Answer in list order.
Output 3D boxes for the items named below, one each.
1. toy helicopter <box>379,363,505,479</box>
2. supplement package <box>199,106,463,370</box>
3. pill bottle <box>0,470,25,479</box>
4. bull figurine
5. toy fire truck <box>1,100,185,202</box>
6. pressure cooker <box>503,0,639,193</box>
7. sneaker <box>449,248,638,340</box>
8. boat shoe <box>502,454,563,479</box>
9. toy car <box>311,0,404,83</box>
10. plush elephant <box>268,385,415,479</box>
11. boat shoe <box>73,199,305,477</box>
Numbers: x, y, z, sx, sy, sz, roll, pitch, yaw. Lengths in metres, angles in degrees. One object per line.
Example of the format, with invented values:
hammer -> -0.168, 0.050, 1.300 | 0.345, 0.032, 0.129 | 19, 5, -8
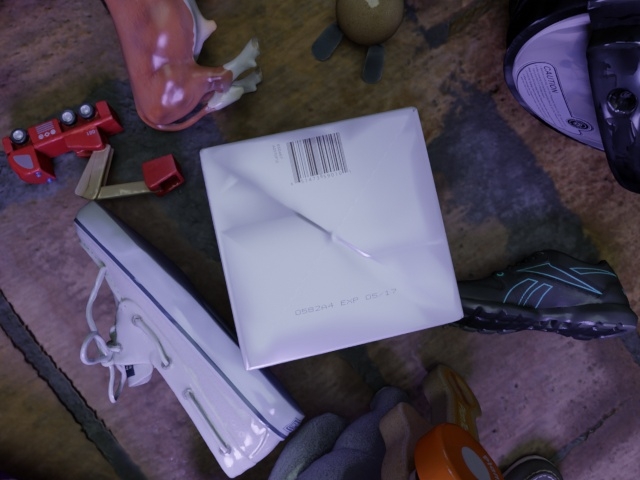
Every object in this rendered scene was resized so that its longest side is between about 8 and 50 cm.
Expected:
toy helicopter -> 0.157, 0.246, 0.544 | 0.235, 0.355, 0.140 | 42, 109, -1
supplement package -> 0.000, 0.000, 0.575 | 0.199, 0.262, 0.198 | -12, 89, -5
pill bottle -> -0.360, 0.369, 0.579 | 0.322, 0.181, 0.182 | 24, 87, -4
bull figurine -> -0.177, -0.284, 0.603 | 0.188, 0.101, 0.311 | -11, 124, -6
toy fire truck -> -0.284, -0.099, 0.655 | 0.191, 0.047, 0.135 | -23, 82, -5
pressure cooker -> 0.408, -0.263, 0.560 | 0.369, 0.375, 0.421 | 23, 86, -6
sneaker -> 0.275, 0.070, 0.694 | 0.267, 0.101, 0.106 | 5, 66, -4
boat shoe -> 0.230, 0.445, 0.666 | 0.112, 0.095, 0.335 | 33, 86, -3
toy car -> 0.069, -0.311, 0.679 | 0.155, 0.149, 0.189 | 24, 116, 0
plush elephant -> -0.010, 0.356, 0.577 | 0.255, 0.330, 0.272 | -41, 63, 29
boat shoe -> -0.196, 0.121, 0.604 | 0.156, 0.136, 0.367 | -43, 82, -8
